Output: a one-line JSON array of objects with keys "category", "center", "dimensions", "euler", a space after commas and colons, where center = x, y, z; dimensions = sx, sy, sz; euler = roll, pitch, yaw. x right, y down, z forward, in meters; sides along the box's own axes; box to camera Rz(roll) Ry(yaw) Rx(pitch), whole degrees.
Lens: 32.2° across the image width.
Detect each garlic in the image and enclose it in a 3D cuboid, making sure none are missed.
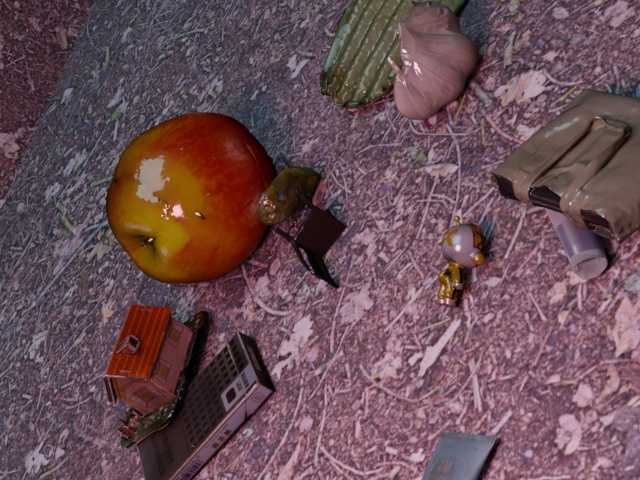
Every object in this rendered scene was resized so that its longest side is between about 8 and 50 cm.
[{"category": "garlic", "center": [0.220, -0.340, 2.111], "dimensions": [0.142, 0.178, 0.229], "euler": [13, 90, 23]}]

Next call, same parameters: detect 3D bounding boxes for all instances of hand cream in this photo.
[{"category": "hand cream", "center": [0.154, 0.410, 1.582], "dimensions": [0.111, 0.070, 0.312], "euler": [-8, 50, 52]}, {"category": "hand cream", "center": [0.385, -0.043, 1.716], "dimensions": [0.079, 0.048, 0.255], "euler": [-15, 43, 6]}]

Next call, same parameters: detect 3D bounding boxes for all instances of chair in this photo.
[{"category": "chair", "center": [0.000, 0.000, 2.143], "dimensions": [0.101, 0.084, 0.212], "euler": [-55, 31, 6]}]

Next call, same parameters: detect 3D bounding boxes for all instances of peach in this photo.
[{"category": "peach", "center": [-0.261, -0.090, 2.344], "dimensions": [0.370, 0.370, 0.370], "euler": [-33, 38, 30]}]

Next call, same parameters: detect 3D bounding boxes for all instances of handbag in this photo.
[{"category": "handbag", "center": [0.429, -0.118, 1.655], "dimensions": [0.253, 0.109, 0.316], "euler": [-40, 33, -13]}]

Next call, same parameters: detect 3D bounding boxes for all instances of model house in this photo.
[{"category": "model house", "center": [-0.371, 0.252, 2.270], "dimensions": [0.207, 0.154, 0.294], "euler": [-34, 29, 37]}]

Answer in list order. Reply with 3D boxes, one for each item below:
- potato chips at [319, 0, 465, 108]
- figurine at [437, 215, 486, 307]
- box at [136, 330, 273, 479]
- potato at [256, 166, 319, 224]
[{"category": "potato chips", "center": [0.149, -0.463, 2.400], "dimensions": [0.358, 0.070, 0.429], "euler": [21, 79, 54]}, {"category": "figurine", "center": [0.225, 0.038, 1.840], "dimensions": [0.143, 0.068, 0.101], "euler": [-65, 23, 14]}, {"category": "box", "center": [-0.229, 0.344, 2.146], "dimensions": [0.325, 0.047, 0.180], "euler": [-47, 31, 11]}, {"category": "potato", "center": [-0.056, -0.092, 2.269], "dimensions": [0.054, 0.198, 0.119], "euler": [26, 117, 20]}]
